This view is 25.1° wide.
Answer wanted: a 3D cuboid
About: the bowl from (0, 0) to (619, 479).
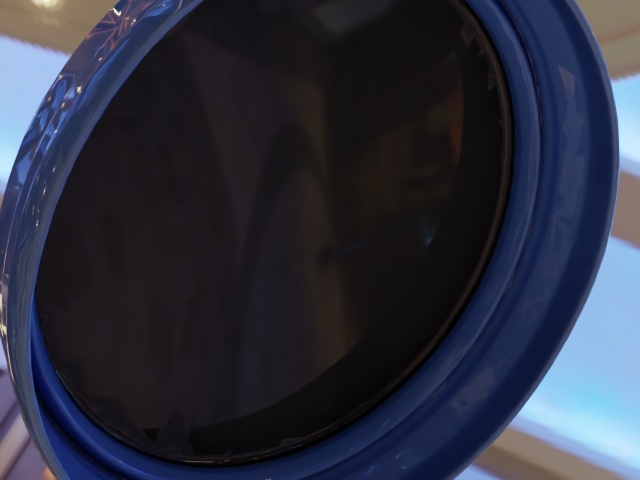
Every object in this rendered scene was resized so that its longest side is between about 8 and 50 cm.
[{"bbox_3d":[0.000,0.000,0.820,0.077,0.391,0.391,37,-26,48],"label":"bowl"}]
